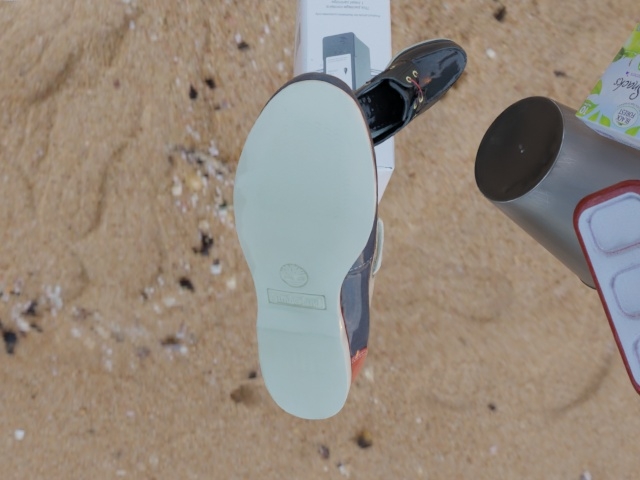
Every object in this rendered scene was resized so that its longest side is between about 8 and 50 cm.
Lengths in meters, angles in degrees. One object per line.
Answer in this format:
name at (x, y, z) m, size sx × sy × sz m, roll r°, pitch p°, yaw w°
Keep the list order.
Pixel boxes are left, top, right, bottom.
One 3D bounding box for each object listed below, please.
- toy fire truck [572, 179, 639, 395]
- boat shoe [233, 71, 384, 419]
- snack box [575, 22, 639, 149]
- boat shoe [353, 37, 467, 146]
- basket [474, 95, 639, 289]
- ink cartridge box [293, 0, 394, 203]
toy fire truck at (0.348, 0.071, 0.870) m, size 0.254 × 0.169 × 0.302 m, roll -23°, pitch 82°, yaw 37°
boat shoe at (0.000, 0.000, 0.402) m, size 0.049 × 0.043 × 0.137 m, roll 10°, pitch 126°, yaw 15°
snack box at (0.285, -0.123, 0.959) m, size 0.037 × 0.141 × 0.100 m, roll 31°, pitch 95°, yaw -23°
boat shoe at (0.054, -0.100, 0.813) m, size 0.133 × 0.042 × 0.049 m, roll -32°, pitch 115°, yaw -17°
basket at (0.297, -0.060, 1.299) m, size 0.227 × 0.154 × 0.204 m, roll 26°, pitch 131°, yaw -34°
ink cartridge box at (0.025, -0.187, 1.481) m, size 0.115 × 0.198 × 0.272 m, roll 0°, pitch 75°, yaw -4°
